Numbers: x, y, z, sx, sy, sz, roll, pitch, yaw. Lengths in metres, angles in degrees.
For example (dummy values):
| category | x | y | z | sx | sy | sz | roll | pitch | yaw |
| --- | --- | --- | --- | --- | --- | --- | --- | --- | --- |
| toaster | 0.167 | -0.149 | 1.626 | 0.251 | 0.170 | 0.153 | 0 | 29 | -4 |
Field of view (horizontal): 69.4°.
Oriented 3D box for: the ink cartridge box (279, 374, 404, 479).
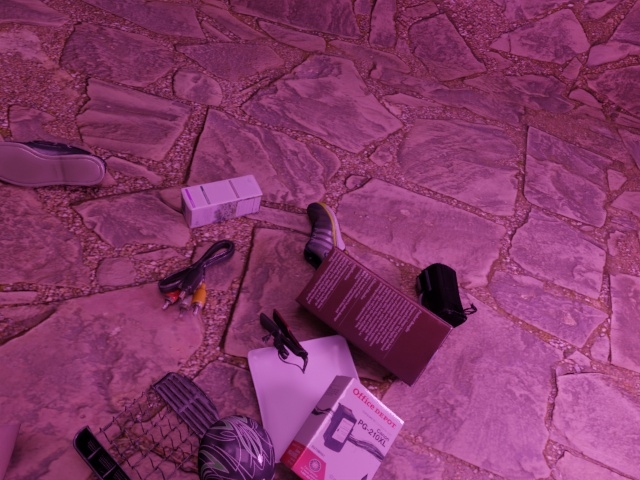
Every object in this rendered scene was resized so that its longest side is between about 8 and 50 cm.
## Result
| category | x | y | z | sx | sy | sz | roll | pitch | yaw |
| --- | --- | --- | --- | --- | --- | --- | --- | --- | --- |
| ink cartridge box | 0.052 | 0.454 | 1.052 | 0.172 | 0.100 | 0.237 | 42 | 66 | -7 |

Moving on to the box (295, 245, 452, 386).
| category | x | y | z | sx | sy | sz | roll | pitch | yaw |
| --- | --- | --- | --- | --- | --- | --- | --- | --- | --- |
| box | 0.143 | 0.199 | 1.265 | 0.381 | 0.143 | 0.191 | 36 | 88 | 12 |

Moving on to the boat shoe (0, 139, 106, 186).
| category | x | y | z | sx | sy | sz | roll | pitch | yaw |
| --- | --- | --- | --- | --- | --- | --- | --- | --- | --- |
| boat shoe | -0.810 | -0.235 | 1.373 | 0.339 | 0.127 | 0.113 | 0 | 24 | -8 |

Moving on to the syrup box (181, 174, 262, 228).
| category | x | y | z | sx | sy | sz | roll | pitch | yaw |
| --- | --- | --- | --- | --- | --- | --- | --- | --- | --- |
| syrup box | -0.310 | -0.124 | 1.450 | 0.236 | 0.093 | 0.096 | -15 | 60 | -27 |

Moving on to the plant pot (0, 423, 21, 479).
| category | x | y | z | sx | sy | sz | roll | pitch | yaw |
| --- | --- | --- | --- | --- | --- | --- | --- | --- | --- |
| plant pot | -0.689 | 0.470 | 0.798 | 0.256 | 0.256 | 0.275 | 2 | 69 | -16 |

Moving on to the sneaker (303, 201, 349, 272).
| category | x | y | z | sx | sy | sz | roll | pitch | yaw |
| --- | --- | --- | --- | --- | --- | --- | --- | --- | --- |
| sneaker | 0.000 | 0.000 | 1.447 | 0.121 | 0.111 | 0.300 | -8 | 54 | -18 |

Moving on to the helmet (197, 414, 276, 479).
| category | x | y | z | sx | sy | sz | roll | pitch | yaw |
| --- | --- | --- | --- | --- | --- | --- | --- | --- | --- |
| helmet | -0.177 | 0.459 | 0.980 | 0.169 | 0.162 | 0.170 | 21 | 38 | -18 |

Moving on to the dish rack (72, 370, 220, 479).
| category | x | y | z | sx | sy | sz | roll | pitch | yaw |
| --- | --- | --- | --- | --- | --- | --- | --- | --- | --- |
| dish rack | -0.365 | 0.423 | 1.025 | 0.208 | 0.074 | 0.271 | 40 | 52 | 13 |

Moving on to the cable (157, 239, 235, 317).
| category | x | y | z | sx | sy | sz | roll | pitch | yaw |
| --- | --- | --- | --- | --- | --- | --- | --- | --- | --- |
| cable | -0.349 | 0.097 | 1.312 | 0.139 | 0.072 | 0.287 | 11 | 36 | 13 |

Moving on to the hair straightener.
| category | x | y | z | sx | sy | sz | roll | pitch | yaw |
| --- | --- | --- | --- | --- | --- | --- | --- | --- | --- |
| hair straightener | -0.107 | 0.264 | 1.196 | 0.088 | 0.047 | 0.230 | -11 | 37 | -29 |

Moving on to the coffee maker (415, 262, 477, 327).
| category | x | y | z | sx | sy | sz | roll | pitch | yaw |
| --- | --- | --- | --- | --- | --- | --- | --- | --- | --- |
| coffee maker | 0.379 | 0.166 | 1.398 | 0.171 | 0.120 | 0.179 | -19 | 49 | 24 |

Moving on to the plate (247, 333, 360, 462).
| category | x | y | z | sx | sy | sz | roll | pitch | yaw |
| --- | --- | --- | --- | --- | --- | --- | --- | --- | --- |
| plate | -0.028 | 0.391 | 1.173 | 0.276 | 0.045 | 0.278 | -5 | 55 | -22 |
